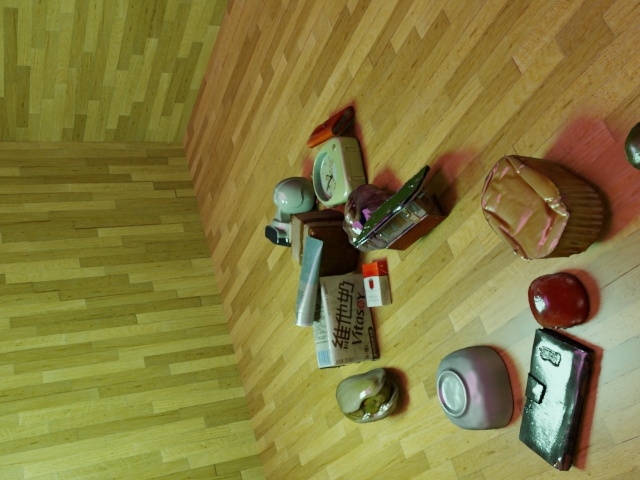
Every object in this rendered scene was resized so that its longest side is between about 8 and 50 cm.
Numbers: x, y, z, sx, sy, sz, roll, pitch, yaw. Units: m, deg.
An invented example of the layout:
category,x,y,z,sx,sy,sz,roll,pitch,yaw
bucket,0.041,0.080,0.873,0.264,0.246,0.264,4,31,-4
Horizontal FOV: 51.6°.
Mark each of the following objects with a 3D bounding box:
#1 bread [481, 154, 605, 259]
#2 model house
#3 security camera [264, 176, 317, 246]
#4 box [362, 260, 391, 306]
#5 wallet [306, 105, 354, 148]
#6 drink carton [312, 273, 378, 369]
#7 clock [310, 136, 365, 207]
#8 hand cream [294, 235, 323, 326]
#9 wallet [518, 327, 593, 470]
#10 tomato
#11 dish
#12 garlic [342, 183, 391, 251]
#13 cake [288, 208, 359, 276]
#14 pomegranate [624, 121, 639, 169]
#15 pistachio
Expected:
category,x,y,z,sx,sy,sz,roll,pitch,yaw
bread,0.520,-0.073,1.547,0.288,0.156,0.204,50,128,52
model house,0.257,-0.055,1.992,0.154,0.207,0.294,42,126,-8
security camera,-0.109,-0.123,2.705,0.197,0.191,0.278,-154,66,-65
box,0.196,0.153,2.312,0.100,0.048,0.152,-15,78,60
wallet,0.035,-0.421,2.465,0.142,0.045,0.204,-55,18,-22
drink carton,0.079,0.291,2.392,0.132,0.194,0.325,-26,70,59
clock,0.052,-0.238,2.475,0.308,0.096,0.235,-27,71,61
hand cream,-0.042,0.144,2.329,0.111,0.070,0.313,18,106,58
wallet,0.571,0.387,1.624,0.169,0.044,0.317,30,119,59
tomato,0.548,0.148,1.585,0.159,0.091,0.139,165,101,-64
dish,0.412,0.419,1.857,0.256,0.117,0.257,12,104,62
garlic,0.151,-0.072,2.239,0.245,0.160,0.245,18,110,60
cake,0.000,0.000,2.514,0.293,0.198,0.196,-138,45,-59
pomegranate,0.656,-0.185,1.320,0.142,0.114,0.115,131,133,-85
pistachio,0.166,0.540,2.320,0.166,0.197,0.288,46,142,-15
